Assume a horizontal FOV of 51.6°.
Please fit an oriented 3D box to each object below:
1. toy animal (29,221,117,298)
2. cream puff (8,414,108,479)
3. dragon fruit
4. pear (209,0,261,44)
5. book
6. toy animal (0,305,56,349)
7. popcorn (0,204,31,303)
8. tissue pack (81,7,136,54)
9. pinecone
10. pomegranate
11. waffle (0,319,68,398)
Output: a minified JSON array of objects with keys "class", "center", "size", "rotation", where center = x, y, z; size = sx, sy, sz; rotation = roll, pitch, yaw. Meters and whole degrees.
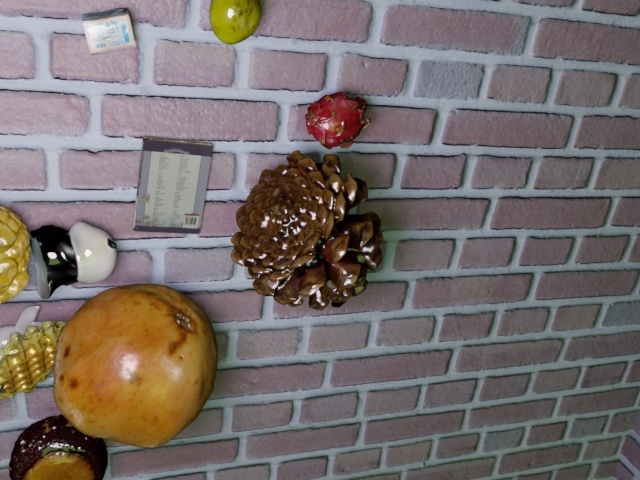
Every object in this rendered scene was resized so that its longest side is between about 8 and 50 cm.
[{"class":"toy animal","center":[-0.550,0.040,1.486],"size":[0.179,0.138,0.166],"rotation":[-10,140,-24]},{"class":"cream puff","center":[-0.664,0.553,1.686],"size":[0.239,0.165,0.239],"rotation":[-9,120,-16]},{"class":"dragon fruit","center":[0.040,-0.278,1.536],"size":[0.166,0.136,0.133],"rotation":[-35,160,-31]},{"class":"pear","center":[-0.175,-0.471,1.363],"size":[0.107,0.107,0.131],"rotation":[11,119,-25]},{"class":"book","center":[-0.344,-0.125,1.533],"size":[0.158,0.026,0.231],"rotation":[2,116,-24]},{"class":"toy animal","center":[-0.717,0.243,1.540],"size":[0.182,0.127,0.131],"rotation":[-39,109,-48]},{"class":"popcorn","center":[-0.724,0.033,1.383],"size":[0.250,0.190,0.250],"rotation":[-2,103,-8]},{"class":"tissue pack","center":[-0.423,-0.419,1.326],"size":[0.095,0.058,0.074],"rotation":[-13,122,-13]},{"class":"pinecone","center":[0.000,0.000,1.549],"size":[0.385,0.384,0.384],"rotation":[-9,119,-16]},{"class":"pomegranate","center":[-0.436,0.295,1.534],"size":[0.410,0.410,0.409],"rotation":[-9,119,-16]},{"class":"waffle","center":[-0.673,0.276,1.517],"size":[0.250,0.056,0.261],"rotation":[-47,163,11]}]
